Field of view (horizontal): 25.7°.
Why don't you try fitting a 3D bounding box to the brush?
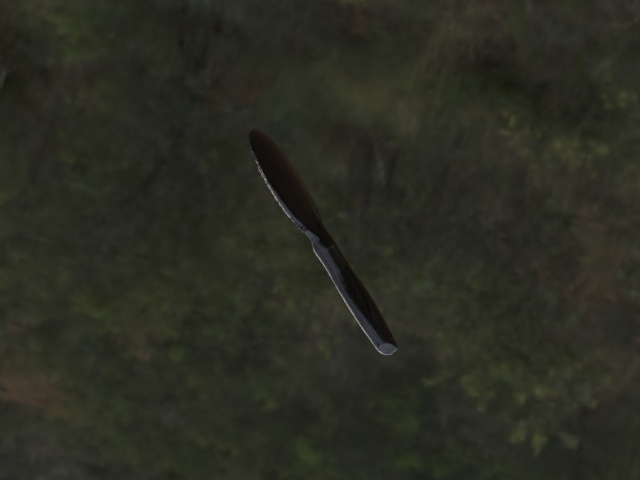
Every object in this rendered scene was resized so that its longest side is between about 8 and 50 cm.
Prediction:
[{"bbox_3d":[0.000,0.000,0.437,0.008,0.083,0.024,-36,170,17],"label":"brush"}]
